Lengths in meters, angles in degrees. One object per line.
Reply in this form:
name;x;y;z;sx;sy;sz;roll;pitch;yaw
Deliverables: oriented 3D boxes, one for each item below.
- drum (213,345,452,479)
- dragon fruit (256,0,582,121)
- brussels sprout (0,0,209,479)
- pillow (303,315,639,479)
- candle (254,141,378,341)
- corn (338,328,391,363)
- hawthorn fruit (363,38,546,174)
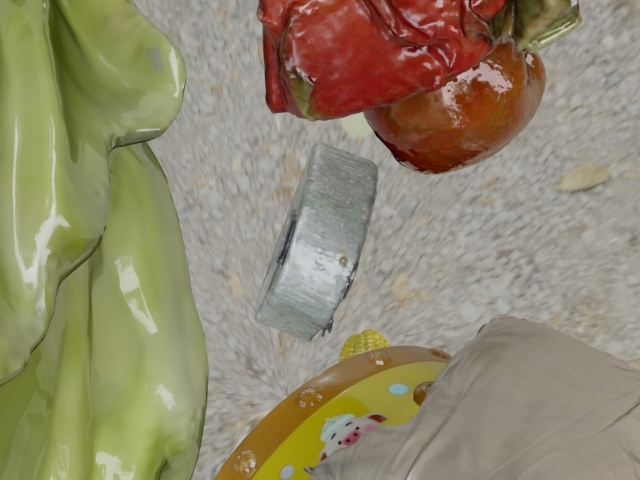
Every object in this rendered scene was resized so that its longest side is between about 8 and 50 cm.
drum;0.084;0.327;1.459;0.431;0.431;0.214;-51;47;-5
dragon fruit;0.083;-0.238;1.019;0.205;0.152;0.317;6;55;16
brussels sprout;-0.234;0.015;0.509;0.425;0.342;0.361;-43;46;31
pillow;0.113;0.117;0.862;0.173;0.270;0.067;23;116;24
candle;0.000;0.000;1.327;0.068;0.192;0.168;21;75;-6
corn;0.050;0.184;1.671;0.067;0.067;0.206;2;51;-1
hawthorn fruit;0.095;-0.117;1.163;0.133;0.133;0.138;47;115;3
